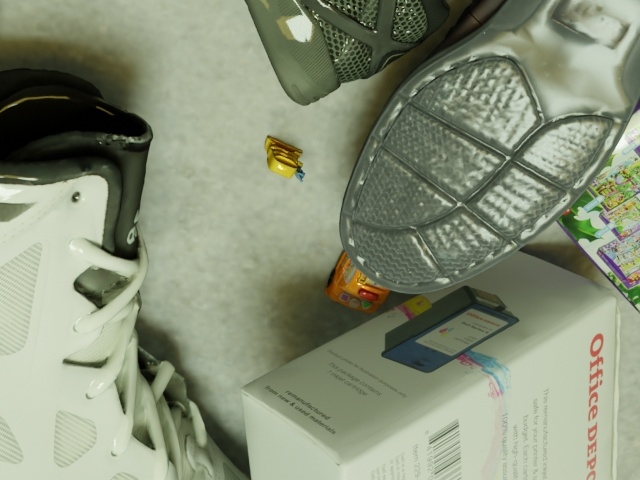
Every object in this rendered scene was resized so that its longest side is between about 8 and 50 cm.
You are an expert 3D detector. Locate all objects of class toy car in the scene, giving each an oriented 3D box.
[{"bbox_3d":[0.000,0.000,0.735,0.122,0.040,0.060,38,110,-21],"label":"toy car"}]

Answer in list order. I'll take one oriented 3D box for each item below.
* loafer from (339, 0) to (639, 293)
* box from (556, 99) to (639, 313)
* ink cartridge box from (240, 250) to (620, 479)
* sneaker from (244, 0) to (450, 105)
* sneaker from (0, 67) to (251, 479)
[{"bbox_3d":[0.120,-0.100,0.657,0.109,0.095,0.302,35,113,-2],"label":"loafer"},{"bbox_3d":[0.287,-0.059,0.709,0.293,0.057,0.201,-38,112,16],"label":"box"},{"bbox_3d":[0.069,0.119,0.716,0.212,0.093,0.154,-25,124,-31],"label":"ink cartridge box"},{"bbox_3d":[0.003,-0.185,0.614,0.130,0.087,0.227,-22,120,7],"label":"sneaker"},{"bbox_3d":[-0.116,0.077,0.676,0.447,0.169,0.257,30,110,-31],"label":"sneaker"}]
